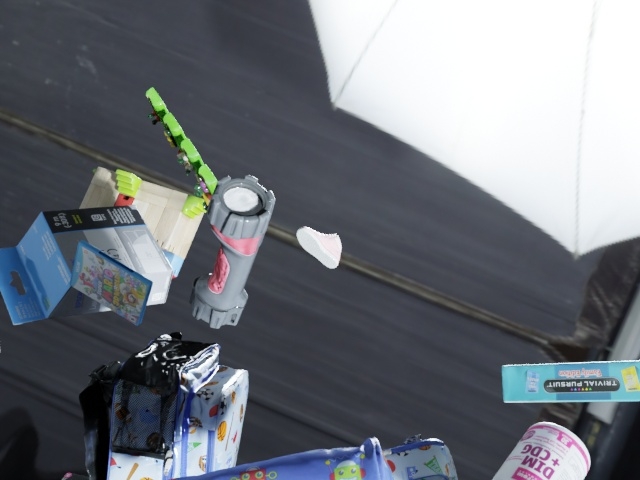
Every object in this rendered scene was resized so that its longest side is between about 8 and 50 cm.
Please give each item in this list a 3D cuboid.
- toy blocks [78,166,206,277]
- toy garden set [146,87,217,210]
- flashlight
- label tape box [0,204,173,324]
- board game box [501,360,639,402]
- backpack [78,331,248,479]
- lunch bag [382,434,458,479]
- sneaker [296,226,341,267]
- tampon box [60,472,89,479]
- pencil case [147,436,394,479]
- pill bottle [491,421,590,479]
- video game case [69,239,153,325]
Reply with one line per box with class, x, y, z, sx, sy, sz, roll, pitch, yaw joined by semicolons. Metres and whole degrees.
toy blocks;-0.472;-0.017;2.066;0.261;0.381;0.191;-69;156;-9
toy garden set;-0.280;-0.167;1.703;0.049;0.244;0.204;-33;163;-7
flashlight;-0.158;0.026;1.356;0.103;0.103;0.304;65;-32;30
label tape box;-0.524;0.043;1.799;0.333;0.241;0.106;-7;133;-35
board game box;0.581;0.291;1.692;0.253;0.336;0.079;12;74;-51
backpack;-0.227;0.297;1.265;0.276;0.213;0.263;-20;125;-76
lunch bag;0.200;0.567;1.995;0.303;0.243;0.115;56;20;-59
sneaker;0.000;0.000;1.974;0.051;0.134;0.070;-24;-149;42
tampon box;-0.432;0.524;1.550;0.120;0.161;0.101;-52;143;-64
pencil case;-0.063;0.316;0.959;0.133;0.306;0.119;77;2;-54
pill bottle;0.468;0.551;1.831;0.283;0.160;0.160;-40;159;-38
video game case;-0.413;0.084;1.621;0.015;0.166;0.119;-51;168;-52
